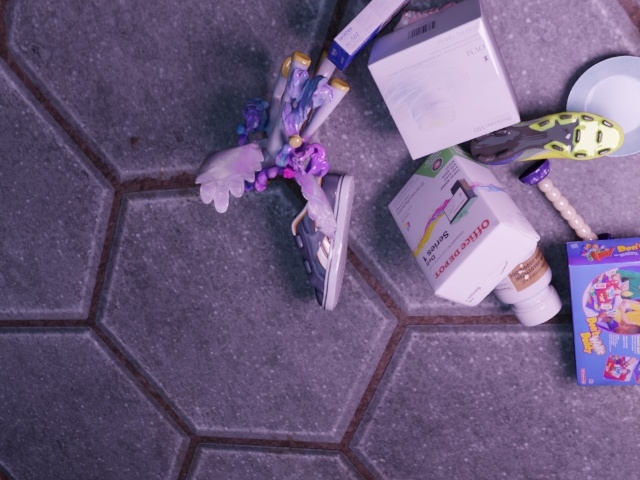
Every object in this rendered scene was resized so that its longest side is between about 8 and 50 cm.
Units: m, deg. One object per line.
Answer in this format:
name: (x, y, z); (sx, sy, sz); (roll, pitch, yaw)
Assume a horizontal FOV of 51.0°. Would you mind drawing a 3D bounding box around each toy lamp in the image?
toy lamp: (0.527, -0.046, 1.396); (0.080, 0.080, 0.275); (-36, 96, 27)

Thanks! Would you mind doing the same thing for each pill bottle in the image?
pill bottle: (0.419, 0.064, 1.443); (0.131, 0.131, 0.229); (-29, 101, 26)

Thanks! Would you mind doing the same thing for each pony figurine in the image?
pony figurine: (-0.073, -0.195, 1.384); (0.303, 0.351, 0.363); (21, 117, -17)

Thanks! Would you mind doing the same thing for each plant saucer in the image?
plant saucer: (0.581, -0.262, 1.309); (0.195, 0.037, 0.195); (6, 114, 14)

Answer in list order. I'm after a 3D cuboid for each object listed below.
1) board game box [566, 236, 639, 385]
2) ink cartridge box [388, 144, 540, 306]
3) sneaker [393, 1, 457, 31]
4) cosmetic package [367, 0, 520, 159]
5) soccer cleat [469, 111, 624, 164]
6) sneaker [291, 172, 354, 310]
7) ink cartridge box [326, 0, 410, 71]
board game box: (0.644, 0.155, 1.392); (0.233, 0.078, 0.347); (-5, 125, 19)
ink cartridge box: (0.278, -0.038, 1.360); (0.117, 0.278, 0.201); (18, 124, -33)
sneaker: (0.204, -0.445, 1.344); (0.134, 0.051, 0.070); (-35, 103, 31)
cosmetic package: (0.243, -0.312, 1.312); (0.224, 0.138, 0.225); (-18, 122, 23)
soccer cleat: (0.442, -0.203, 1.331); (0.289, 0.121, 0.093); (-3, 100, 22)
sneaker: (0.000, 0.000, 1.556); (0.127, 0.126, 0.321); (8, 103, 9)
ink cartridge box: (0.102, -0.428, 1.302); (0.046, 0.097, 0.207); (44, 81, -2)
